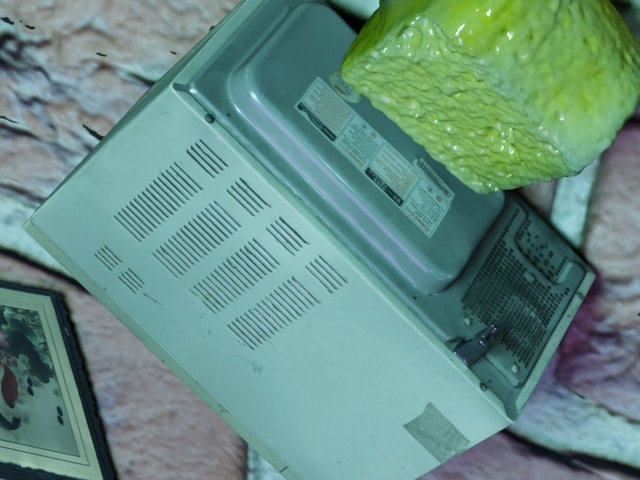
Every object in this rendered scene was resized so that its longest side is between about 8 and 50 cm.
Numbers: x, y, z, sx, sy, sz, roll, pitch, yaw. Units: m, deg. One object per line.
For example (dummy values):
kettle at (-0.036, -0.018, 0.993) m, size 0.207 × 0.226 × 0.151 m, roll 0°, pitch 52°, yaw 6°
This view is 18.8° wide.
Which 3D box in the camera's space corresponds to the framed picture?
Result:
framed picture at (-0.239, 0.095, 1.340) m, size 0.199 × 0.010 × 0.195 m, roll 9°, pitch 128°, yaw 25°

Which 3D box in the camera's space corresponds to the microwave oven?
microwave oven at (0.000, 0.000, 1.030) m, size 0.240 × 0.145 × 0.194 m, roll 45°, pitch 132°, yaw -8°

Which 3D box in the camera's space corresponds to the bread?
bread at (0.087, -0.094, 0.927) m, size 0.114 × 0.111 × 0.129 m, roll 49°, pitch 156°, yaw -18°
